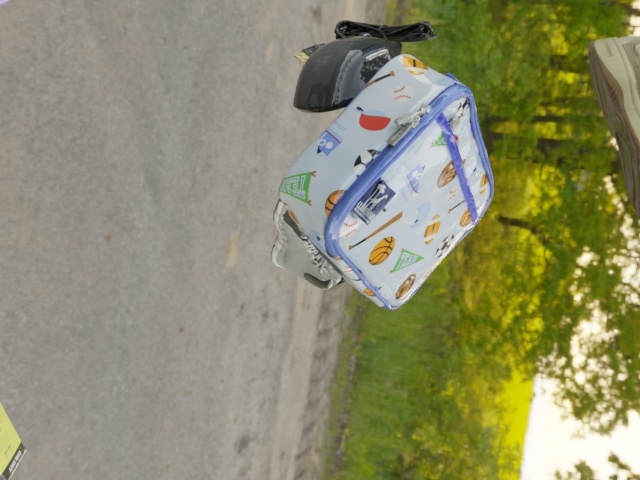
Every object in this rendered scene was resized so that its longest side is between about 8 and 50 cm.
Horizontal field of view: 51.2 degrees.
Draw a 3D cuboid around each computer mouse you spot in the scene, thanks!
[{"bbox_3d":[0.020,-0.251,0.891,0.262,0.184,0.060,-44,130,-37],"label":"computer mouse"}]

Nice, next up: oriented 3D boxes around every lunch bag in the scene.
[{"bbox_3d":[0.096,-0.060,0.781,0.243,0.115,0.303,-46,151,-4],"label":"lunch bag"}]

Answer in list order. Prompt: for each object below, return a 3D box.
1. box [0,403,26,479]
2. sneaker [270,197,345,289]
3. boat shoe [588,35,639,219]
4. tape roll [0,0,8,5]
[{"bbox_3d":[-0.385,0.144,0.653,0.058,0.088,0.232,-94,167,-67],"label":"box"},{"bbox_3d":[0.000,0.000,1.000,0.086,0.132,0.228,-47,165,-25],"label":"sneaker"},{"bbox_3d":[0.393,-0.124,0.746,0.121,0.110,0.340,58,25,-49],"label":"boat shoe"},{"bbox_3d":[-0.334,-0.279,0.606,0.274,0.275,0.090,-66,144,-40],"label":"tape roll"}]
